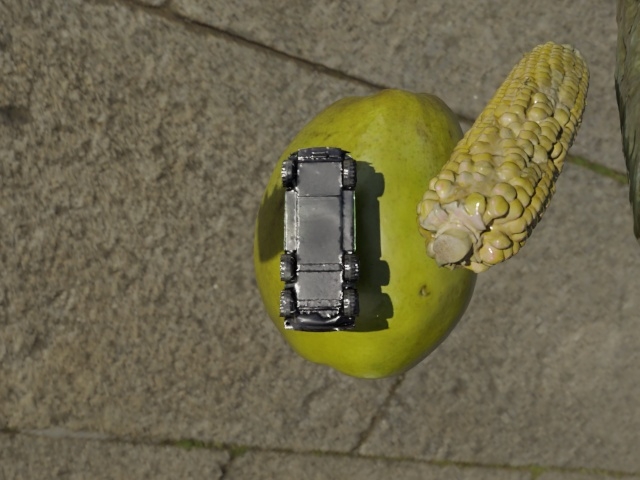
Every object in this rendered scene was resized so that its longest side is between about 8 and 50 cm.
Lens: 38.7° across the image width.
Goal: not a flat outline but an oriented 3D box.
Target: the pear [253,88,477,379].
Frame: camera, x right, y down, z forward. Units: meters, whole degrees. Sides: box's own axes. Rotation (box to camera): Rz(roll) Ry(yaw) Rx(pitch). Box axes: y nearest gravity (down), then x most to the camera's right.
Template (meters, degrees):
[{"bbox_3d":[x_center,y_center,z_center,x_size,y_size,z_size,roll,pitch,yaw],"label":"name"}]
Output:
[{"bbox_3d":[0.052,-0.010,0.980,0.252,0.253,0.307,2,97,-28],"label":"pear"}]

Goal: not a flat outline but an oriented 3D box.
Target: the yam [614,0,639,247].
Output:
[{"bbox_3d":[0.211,-0.070,0.441,0.133,0.330,0.133,8,140,7],"label":"yam"}]

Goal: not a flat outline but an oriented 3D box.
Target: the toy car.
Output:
[{"bbox_3d":[0.000,0.000,0.817,0.071,0.062,0.165,-1,83,2],"label":"toy car"}]

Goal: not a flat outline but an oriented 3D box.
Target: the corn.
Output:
[{"bbox_3d":[0.155,-0.073,0.720,0.288,0.086,0.087,-53,145,-43],"label":"corn"}]
